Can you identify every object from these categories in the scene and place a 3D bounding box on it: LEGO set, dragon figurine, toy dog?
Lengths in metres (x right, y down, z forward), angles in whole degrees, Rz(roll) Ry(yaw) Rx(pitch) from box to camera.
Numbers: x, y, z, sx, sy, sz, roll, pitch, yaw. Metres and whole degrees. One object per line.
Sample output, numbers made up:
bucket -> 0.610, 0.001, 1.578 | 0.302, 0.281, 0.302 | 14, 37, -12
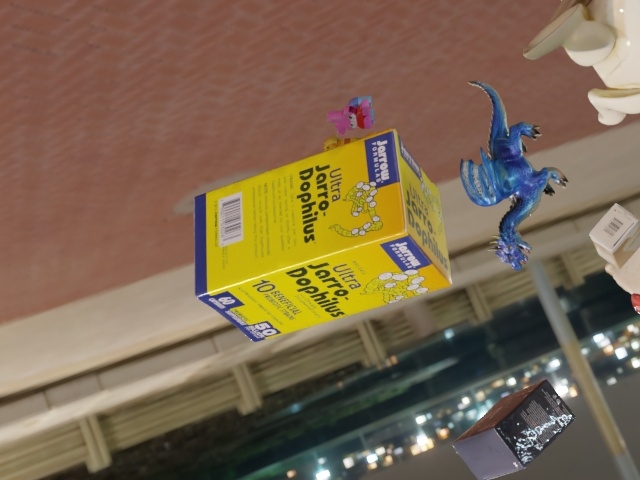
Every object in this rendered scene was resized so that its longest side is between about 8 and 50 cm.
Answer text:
LEGO set -> 0.049, -0.166, 1.833 | 0.093, 0.087, 0.227 | -4, 136, 7
dragon figurine -> 0.263, -0.103, 1.569 | 0.144, 0.289, 0.085 | -27, 177, -18
toy dog -> 0.687, -0.386, 2.122 | 0.395, 0.408, 0.284 | -37, -164, 49

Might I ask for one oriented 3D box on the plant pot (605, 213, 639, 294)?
plant pot -> 0.723, 0.008, 2.027 | 0.305, 0.334, 0.334 | -51, 162, 12

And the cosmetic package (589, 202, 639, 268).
cosmetic package -> 0.418, -0.004, 1.495 | 0.060, 0.041, 0.115 | -50, 154, 4

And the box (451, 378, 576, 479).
box -> 0.349, 0.345, 1.928 | 0.158, 0.093, 0.156 | -35, 176, -31

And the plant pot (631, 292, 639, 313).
plant pot -> 0.582, 0.058, 1.616 | 0.191, 0.174, 0.191 | 20, -179, 0

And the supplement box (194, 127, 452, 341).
supplement box -> 0.000, 0.000, 1.679 | 0.356, 0.195, 0.194 | -18, 146, 20
